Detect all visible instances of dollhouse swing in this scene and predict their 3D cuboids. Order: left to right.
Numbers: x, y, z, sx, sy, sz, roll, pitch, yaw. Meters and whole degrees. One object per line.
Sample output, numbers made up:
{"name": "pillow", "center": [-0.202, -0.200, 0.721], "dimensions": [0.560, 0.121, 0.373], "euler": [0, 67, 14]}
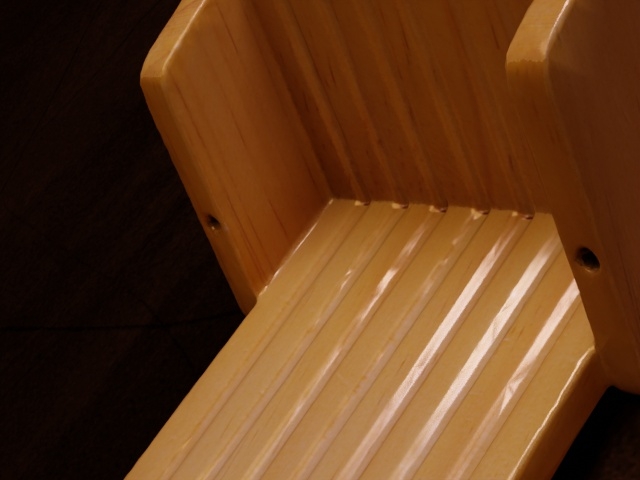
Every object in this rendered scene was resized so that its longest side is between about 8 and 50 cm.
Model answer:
{"name": "dollhouse swing", "center": [0.000, 0.000, 0.929], "dimensions": [0.305, 0.315, 0.347], "euler": [-39, 28, -31]}
